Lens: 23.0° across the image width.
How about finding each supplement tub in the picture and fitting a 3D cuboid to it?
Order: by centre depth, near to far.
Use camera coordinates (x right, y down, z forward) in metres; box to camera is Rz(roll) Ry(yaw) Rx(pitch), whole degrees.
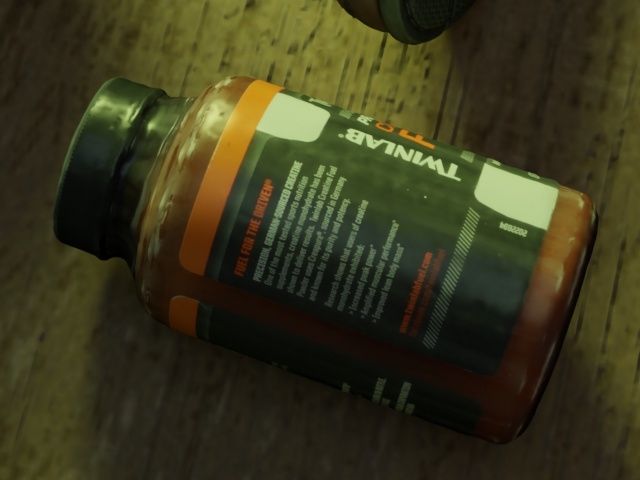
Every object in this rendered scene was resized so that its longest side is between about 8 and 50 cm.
[{"bbox_3d":[0.000,0.000,0.612,0.197,0.106,0.106,20,75,4],"label":"supplement tub"}]

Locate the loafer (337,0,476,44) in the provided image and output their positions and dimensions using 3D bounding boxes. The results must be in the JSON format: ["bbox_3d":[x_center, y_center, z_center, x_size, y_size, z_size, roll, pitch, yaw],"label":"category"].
[{"bbox_3d":[0.064,-0.201,0.689,0.084,0.096,0.268,19,67,25],"label":"loafer"}]
